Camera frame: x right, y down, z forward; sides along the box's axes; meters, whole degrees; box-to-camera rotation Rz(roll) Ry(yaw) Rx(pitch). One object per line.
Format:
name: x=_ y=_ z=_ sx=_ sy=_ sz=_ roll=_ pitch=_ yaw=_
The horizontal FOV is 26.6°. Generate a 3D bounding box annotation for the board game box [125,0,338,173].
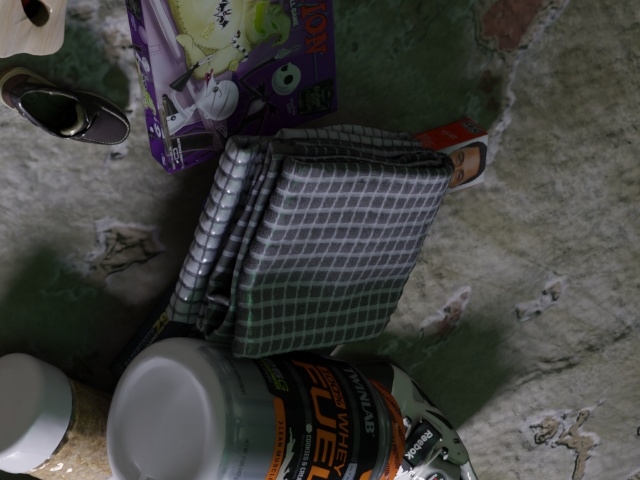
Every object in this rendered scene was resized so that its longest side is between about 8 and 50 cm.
board game box: x=-0.087 y=-0.245 z=1.318 sx=0.208 sy=0.056 sz=0.347 roll=-26 pitch=134 yaw=-23

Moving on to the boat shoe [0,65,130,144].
boat shoe: x=-0.242 y=-0.118 z=1.298 sx=0.152 sy=0.049 sz=0.056 roll=17 pitch=111 yaw=-43

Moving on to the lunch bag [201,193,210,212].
lunch bag: x=-0.081 y=-0.042 z=1.467 sx=0.098 sy=0.065 sz=0.067 roll=-51 pitch=147 yaw=2

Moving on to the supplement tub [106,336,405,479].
supplement tub: x=-0.061 y=0.213 z=1.489 sx=0.316 sy=0.193 sz=0.194 roll=11 pitch=115 yaw=-48

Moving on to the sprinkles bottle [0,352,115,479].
sprinkles bottle: x=-0.235 y=0.238 z=1.532 sx=0.121 sy=0.121 sz=0.355 roll=-49 pitch=137 yaw=6

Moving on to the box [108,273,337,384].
box: x=-0.105 y=0.130 z=1.587 sx=0.232 sy=0.059 sz=0.183 roll=28 pitch=104 yaw=-45

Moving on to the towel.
towel: x=0.000 y=0.000 z=1.432 sx=0.283 sy=0.121 sz=0.235 roll=-5 pitch=125 yaw=-48

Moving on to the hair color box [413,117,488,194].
hair color box: x=0.128 y=-0.089 z=1.599 sx=0.141 sy=0.043 sz=0.072 roll=-20 pitch=131 yaw=-24

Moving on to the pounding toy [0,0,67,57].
pounding toy: x=-0.265 y=-0.298 z=1.128 sx=0.154 sy=0.154 sz=0.270 roll=-40 pitch=157 yaw=-47

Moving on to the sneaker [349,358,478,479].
sneaker: x=0.123 y=0.267 z=1.805 sx=0.122 sy=0.146 sz=0.330 roll=-47 pitch=136 yaw=6
